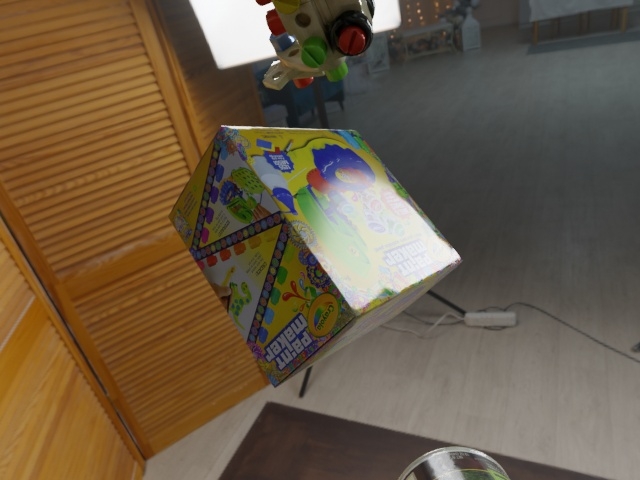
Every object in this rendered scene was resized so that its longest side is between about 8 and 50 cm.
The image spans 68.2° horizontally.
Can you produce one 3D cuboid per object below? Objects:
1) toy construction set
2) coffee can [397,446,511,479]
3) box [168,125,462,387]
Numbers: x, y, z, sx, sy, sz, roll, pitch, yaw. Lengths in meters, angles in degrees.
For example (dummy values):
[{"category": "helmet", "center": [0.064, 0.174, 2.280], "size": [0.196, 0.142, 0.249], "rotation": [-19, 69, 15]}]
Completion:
[{"category": "toy construction set", "center": [-0.060, -0.282, 0.539], "size": [0.214, 0.327, 0.151], "rotation": [-10, 65, 23]}, {"category": "coffee can", "center": [0.208, 0.417, 0.583], "size": [0.201, 0.202, 0.275], "rotation": [-15, 4, -3]}, {"category": "box", "center": [0.000, 0.000, 0.674], "size": [0.289, 0.177, 0.279], "rotation": [-16, 64, -51]}]
